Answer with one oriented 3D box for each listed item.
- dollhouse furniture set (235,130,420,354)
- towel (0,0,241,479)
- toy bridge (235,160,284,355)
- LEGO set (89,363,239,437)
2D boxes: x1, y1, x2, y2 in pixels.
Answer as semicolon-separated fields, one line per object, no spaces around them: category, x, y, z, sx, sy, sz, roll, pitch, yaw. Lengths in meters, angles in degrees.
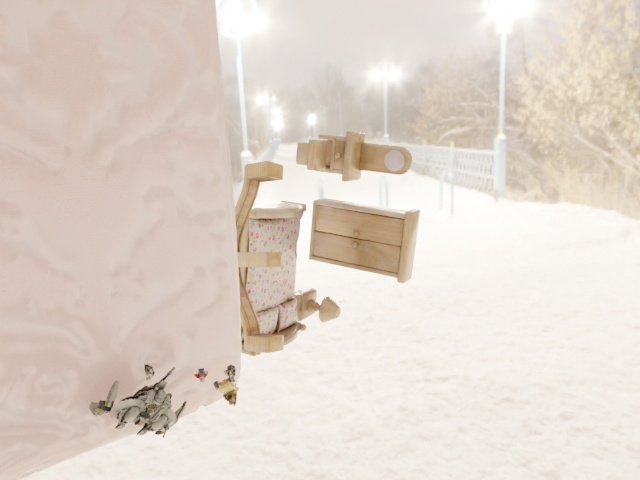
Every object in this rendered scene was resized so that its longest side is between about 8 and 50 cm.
dollhouse furniture set;0.000;0.000;0.785;0.174;0.303;0.355;11;13;26
towel;-0.194;-0.017;0.275;0.332;0.316;0.053;-12;16;-39
toy bridge;-0.067;0.019;0.556;0.063;0.188;0.026;-1;-2;37
LEGO set;-0.086;0.093;0.318;0.083;0.054;0.023;-20;39;-3
